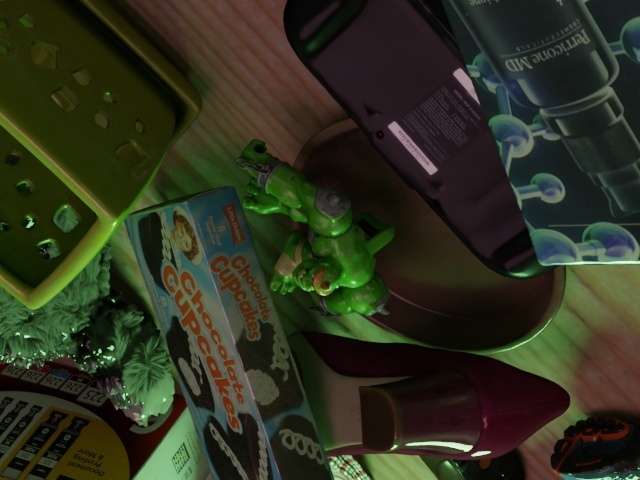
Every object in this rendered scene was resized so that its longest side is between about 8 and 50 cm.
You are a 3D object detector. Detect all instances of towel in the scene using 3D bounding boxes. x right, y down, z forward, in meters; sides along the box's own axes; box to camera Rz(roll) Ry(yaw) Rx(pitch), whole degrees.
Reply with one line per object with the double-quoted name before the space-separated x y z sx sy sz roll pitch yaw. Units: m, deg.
"towel" -0.022 0.247 1.440 0.144 0.029 0.197 18 160 24

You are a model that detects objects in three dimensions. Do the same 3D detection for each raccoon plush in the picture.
"raccoon plush" -0.394 0.058 1.460 0.299 0.216 0.447 13 135 37

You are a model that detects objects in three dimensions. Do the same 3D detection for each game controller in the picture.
"game controller" 0.117 -0.111 0.998 0.166 0.067 0.319 -36 102 32

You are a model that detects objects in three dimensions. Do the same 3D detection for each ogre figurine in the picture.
"ogre figurine" 0.000 0.000 1.137 0.118 0.096 0.197 19 124 47

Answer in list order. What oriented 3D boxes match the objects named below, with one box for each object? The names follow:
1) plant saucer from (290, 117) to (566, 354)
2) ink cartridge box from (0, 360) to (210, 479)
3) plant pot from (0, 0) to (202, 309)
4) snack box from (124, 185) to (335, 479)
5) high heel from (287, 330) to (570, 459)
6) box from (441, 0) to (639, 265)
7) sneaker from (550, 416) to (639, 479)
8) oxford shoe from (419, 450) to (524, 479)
"plant saucer" 0.099 -0.008 1.154 0.277 0.041 0.278 20 138 19
"ink cartridge box" -0.340 0.305 1.588 0.309 0.272 0.130 9 133 28
"plant pot" -0.259 -0.107 1.186 0.227 0.207 0.228 43 139 -8
"snack box" -0.096 0.111 1.266 0.187 0.060 0.322 -9 101 62
"high heel" 0.083 0.157 1.255 0.377 0.181 0.127 -166 75 -69
"box" 0.237 -0.198 0.740 0.293 0.212 0.396 -2 127 36
"sneaker" 0.330 0.209 1.180 0.221 0.083 0.087 -9 136 47
"oxford shoe" 0.155 0.236 1.333 0.096 0.082 0.227 23 144 49
